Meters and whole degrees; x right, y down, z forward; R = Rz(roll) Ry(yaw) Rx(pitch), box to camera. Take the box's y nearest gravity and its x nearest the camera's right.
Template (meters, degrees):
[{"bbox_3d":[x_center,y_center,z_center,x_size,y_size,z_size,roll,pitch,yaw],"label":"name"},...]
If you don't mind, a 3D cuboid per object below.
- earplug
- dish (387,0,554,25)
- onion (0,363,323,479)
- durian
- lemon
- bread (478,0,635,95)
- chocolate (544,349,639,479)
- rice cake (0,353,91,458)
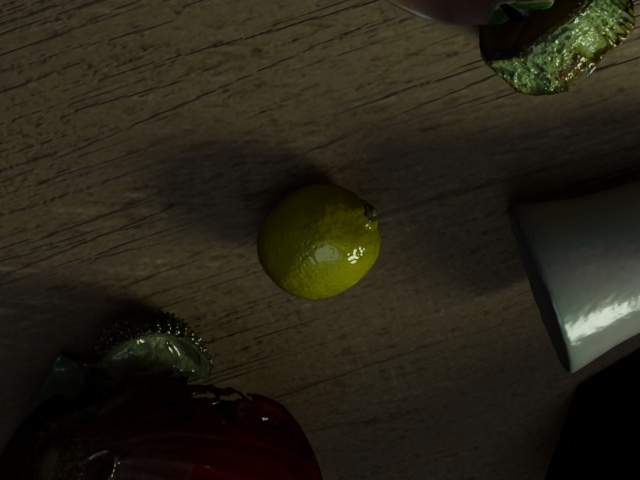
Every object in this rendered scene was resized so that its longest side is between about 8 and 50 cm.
[{"bbox_3d":[0.349,-0.004,1.654,0.301,0.172,0.172,-20,124,2],"label":"earplug"},{"bbox_3d":[0.116,-0.269,1.451,0.213,0.090,0.213,15,160,5],"label":"dish"},{"bbox_3d":[-0.161,0.289,1.683,0.341,0.341,0.341,-2,124,-3],"label":"onion"},{"bbox_3d":[-0.180,0.109,1.732,0.140,0.071,0.110,4,130,-23],"label":"durian"},{"bbox_3d":[0.000,0.000,1.649,0.133,0.109,0.109,-34,120,28],"label":"lemon"},{"bbox_3d":[0.207,-0.191,1.522,0.140,0.128,0.069,-37,120,21],"label":"bread"},{"bbox_3d":[0.454,0.329,1.800,0.383,0.384,0.331,-34,138,17],"label":"chocolate"},{"bbox_3d":[-0.298,0.199,1.806,0.043,0.034,0.211,25,119,-15],"label":"rice cake"}]
